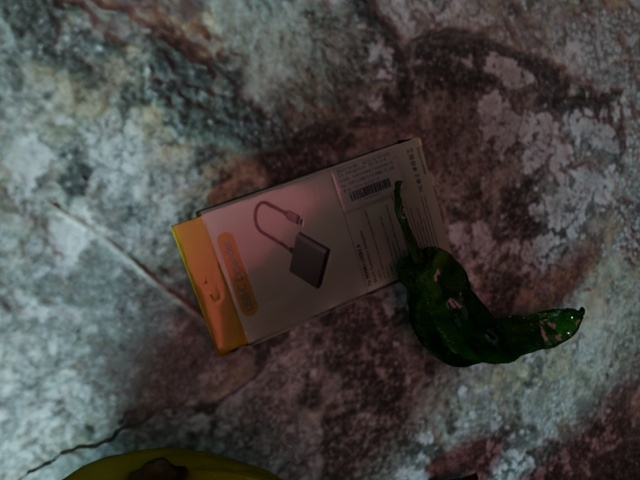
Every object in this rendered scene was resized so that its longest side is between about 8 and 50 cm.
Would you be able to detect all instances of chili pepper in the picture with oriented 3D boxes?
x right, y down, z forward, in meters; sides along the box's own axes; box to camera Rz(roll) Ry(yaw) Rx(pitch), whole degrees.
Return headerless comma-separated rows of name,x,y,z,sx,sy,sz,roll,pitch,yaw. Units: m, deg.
chili pepper,0.148,0.064,0.543,0.279,0.065,0.122,32,84,-32

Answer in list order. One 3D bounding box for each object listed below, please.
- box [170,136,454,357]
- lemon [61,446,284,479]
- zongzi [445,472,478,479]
box,0.000,0.000,0.521,0.247,0.033,0.129,-20,101,-18
lemon,-0.099,0.293,0.375,0.297,0.297,0.296,-1,94,-20
zongzi,0.136,0.294,0.586,0.067,0.073,0.083,-4,55,-20
